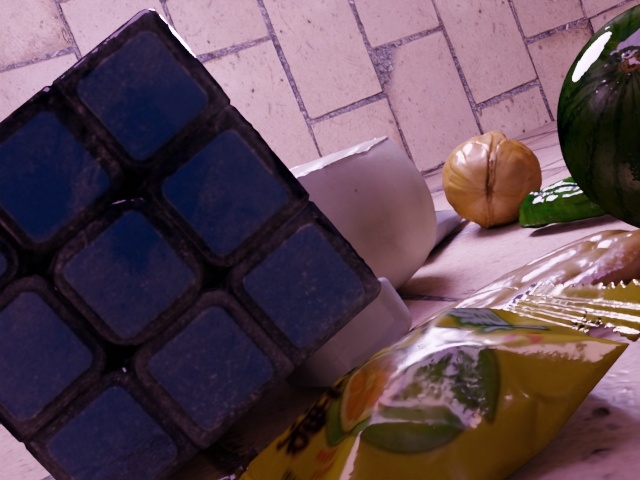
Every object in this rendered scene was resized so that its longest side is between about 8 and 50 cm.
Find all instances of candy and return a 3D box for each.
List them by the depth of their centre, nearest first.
[{"bbox_3d":[0.062,0.110,0.507,0.297,0.081,0.187,-33,7,-9],"label":"candy"}]

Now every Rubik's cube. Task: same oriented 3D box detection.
[{"bbox_3d":[-0.172,0.019,0.756,0.305,0.301,0.304,-40,9,-4],"label":"Rubik's cube"}]

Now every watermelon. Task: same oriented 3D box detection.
[{"bbox_3d":[0.355,-0.121,0.789,0.242,0.242,0.242,-21,6,2],"label":"watermelon"}]

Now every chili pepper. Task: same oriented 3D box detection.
[{"bbox_3d":[0.367,-0.068,1.059,0.257,0.074,0.100,-17,7,43],"label":"chili pepper"}]

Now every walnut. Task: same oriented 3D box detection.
[{"bbox_3d":[0.279,-0.100,1.319,0.159,0.159,0.206,-20,6,14],"label":"walnut"}]

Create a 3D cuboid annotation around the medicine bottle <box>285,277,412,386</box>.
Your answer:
[{"bbox_3d":[0.006,0.095,0.822,0.119,0.069,0.183,-40,10,-25],"label":"medicine bottle"}]

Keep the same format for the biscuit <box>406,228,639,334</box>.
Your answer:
[{"bbox_3d":[0.194,0.047,0.748,0.260,0.041,0.203,-25,6,9],"label":"biscuit"}]

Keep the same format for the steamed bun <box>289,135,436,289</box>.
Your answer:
[{"bbox_3d":[0.000,0.000,1.099,0.324,0.206,0.324,-22,8,3],"label":"steamed bun"}]

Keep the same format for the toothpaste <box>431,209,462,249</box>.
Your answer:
[{"bbox_3d":[0.185,-0.020,1.375,0.100,0.066,0.323,-24,0,21],"label":"toothpaste"}]
